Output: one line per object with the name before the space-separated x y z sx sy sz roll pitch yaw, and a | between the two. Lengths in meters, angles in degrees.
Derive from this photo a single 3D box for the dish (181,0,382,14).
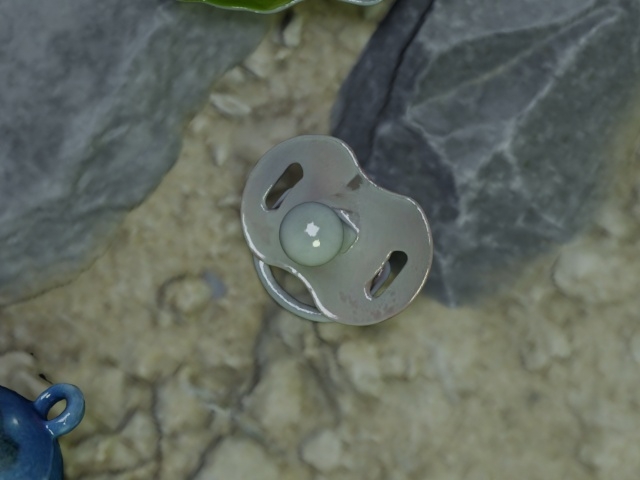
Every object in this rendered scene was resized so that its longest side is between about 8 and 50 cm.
dish | -0.017 -0.156 0.557 0.137 0.039 0.091 13 100 7

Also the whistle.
whistle | -0.168 0.112 0.473 0.158 0.090 0.090 -36 78 -8

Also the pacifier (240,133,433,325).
pacifier | 0.000 0.000 0.505 0.099 0.078 0.081 39 101 9
